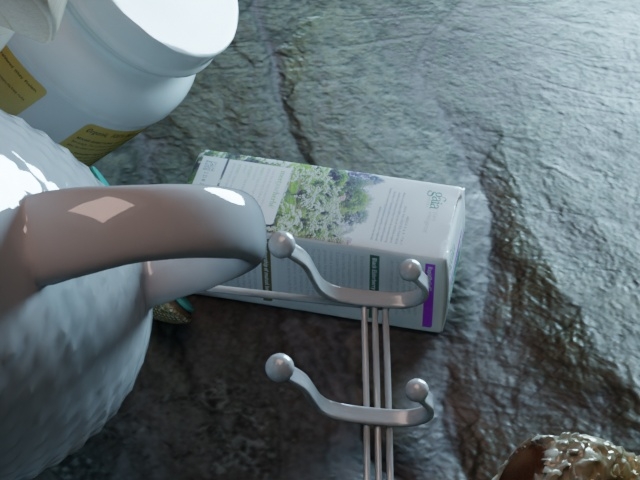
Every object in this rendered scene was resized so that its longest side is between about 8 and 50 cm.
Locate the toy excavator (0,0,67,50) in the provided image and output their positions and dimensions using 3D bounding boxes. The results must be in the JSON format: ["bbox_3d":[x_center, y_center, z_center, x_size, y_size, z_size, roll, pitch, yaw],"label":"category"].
[{"bbox_3d":[-0.385,-0.145,1.227,0.445,0.433,0.222,8,64,1],"label":"toy excavator"}]

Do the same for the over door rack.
[{"bbox_3d":[-0.074,0.117,1.275,0.324,0.108,0.240,0,57,0],"label":"over door rack"}]

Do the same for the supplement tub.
[{"bbox_3d":[-0.246,-0.164,1.420,0.316,0.228,0.228,-29,32,31],"label":"supplement tub"}]

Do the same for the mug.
[{"bbox_3d":[-0.215,0.029,1.088,0.374,0.328,0.276,-14,79,19],"label":"mug"}]

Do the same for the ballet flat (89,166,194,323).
[{"bbox_3d":[-0.178,0.018,1.457,0.067,0.073,0.206,-38,48,-1],"label":"ballet flat"}]

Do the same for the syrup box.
[{"bbox_3d":[0.000,0.000,1.443,0.236,0.096,0.093,9,46,8],"label":"syrup box"}]

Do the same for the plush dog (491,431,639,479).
[{"bbox_3d":[0.262,0.249,1.156,0.262,0.210,0.225,-16,54,23],"label":"plush dog"}]
